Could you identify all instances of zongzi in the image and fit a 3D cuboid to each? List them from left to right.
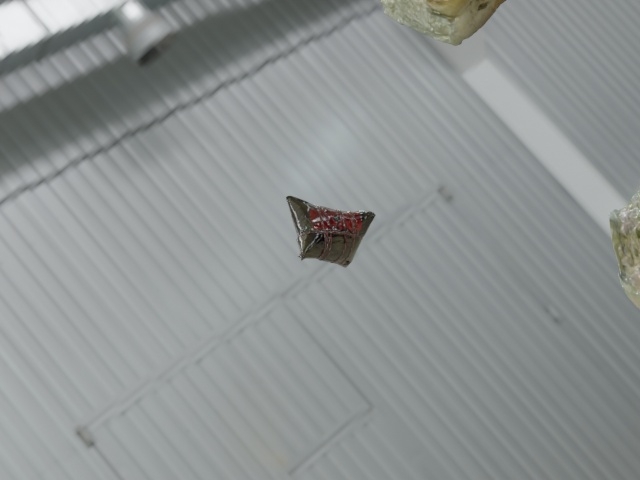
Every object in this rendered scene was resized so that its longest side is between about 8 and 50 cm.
[{"bbox_3d":[0.000,0.000,1.263,0.073,0.083,0.067,-80,18,-49],"label":"zongzi"}]

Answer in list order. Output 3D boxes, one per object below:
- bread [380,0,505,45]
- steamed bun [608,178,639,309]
[{"bbox_3d":[0.114,-0.234,1.140,0.125,0.106,0.082,-43,-51,-11],"label":"bread"},{"bbox_3d":[0.479,-0.006,1.863,0.225,0.170,0.200,-75,-15,-48],"label":"steamed bun"}]
